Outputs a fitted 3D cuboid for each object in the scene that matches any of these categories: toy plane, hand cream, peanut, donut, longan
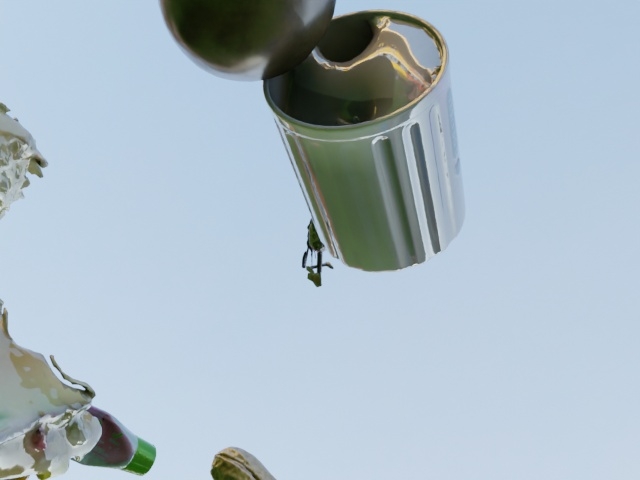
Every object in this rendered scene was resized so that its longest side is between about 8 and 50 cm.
[{"bbox_3d":[0.000,0.000,1.450,0.049,0.031,0.121,26,-60,49],"label":"toy plane"},{"bbox_3d":[-0.349,0.261,1.698,0.050,0.275,0.079,-16,-128,45],"label":"hand cream"},{"bbox_3d":[-0.091,0.374,1.789,0.174,0.080,0.080,46,-53,6],"label":"peanut"},{"bbox_3d":[-0.331,0.025,0.925,0.150,0.307,0.371,-41,-129,27],"label":"donut"},{"bbox_3d":[-0.056,-0.228,1.058,0.167,0.187,0.167,36,-23,18],"label":"longan"}]

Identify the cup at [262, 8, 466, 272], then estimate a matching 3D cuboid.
[{"bbox_3d":[0.069,-0.102,1.153,0.167,0.221,0.202,32,-28,38],"label":"cup"}]
